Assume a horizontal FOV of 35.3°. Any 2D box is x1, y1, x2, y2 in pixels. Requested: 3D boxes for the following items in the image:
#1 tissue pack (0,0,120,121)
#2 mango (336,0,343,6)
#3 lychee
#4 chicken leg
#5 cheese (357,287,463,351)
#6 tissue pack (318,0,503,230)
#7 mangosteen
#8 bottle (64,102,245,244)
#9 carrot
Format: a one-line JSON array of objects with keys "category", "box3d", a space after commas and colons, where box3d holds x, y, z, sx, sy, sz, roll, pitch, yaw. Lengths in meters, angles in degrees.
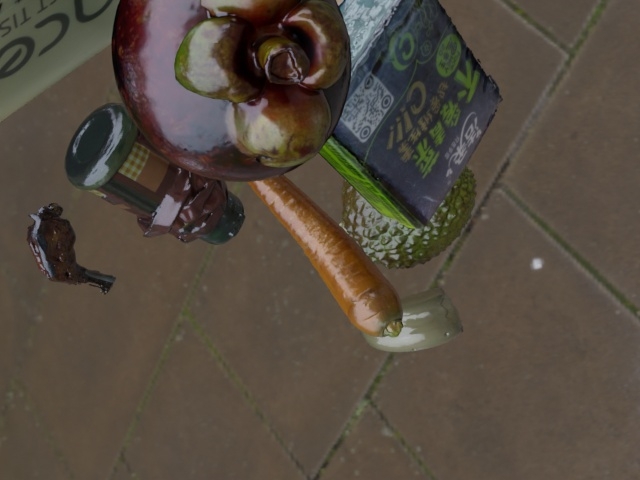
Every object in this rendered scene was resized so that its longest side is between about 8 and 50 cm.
[{"category": "tissue pack", "box3d": [-0.262, -0.270, 0.783, 0.205, 0.405, 0.332, 44, 157, 10]}, {"category": "mango", "box3d": [0.052, -0.325, 1.596, 0.136, 0.166, 0.236, -177, 107, -76]}, {"category": "lychee", "box3d": [0.161, -0.070, 1.987, 0.320, 0.270, 0.270, 12, 104, 41]}, {"category": "chicken leg", "box3d": [-0.476, 0.033, 1.890, 0.051, 0.106, 0.253, 29, 158, 39]}, {"category": "cheese", "box3d": [0.168, 0.154, 1.928, 0.202, 0.175, 0.091, -10, 100, 7]}, {"category": "tissue pack", "box3d": [0.074, -0.132, 0.964, 0.073, 0.235, 0.173, 29, 84, 36]}, {"category": "mangosteen", "box3d": [-0.053, -0.128, 0.690, 0.200, 0.200, 0.200, 8, 101, 47]}, {"category": "bottle", "box3d": [-0.227, -0.075, 1.434, 0.156, 0.271, 0.143, 15, 76, 47]}, {"category": "carrot", "box3d": [0.000, 0.000, 1.093, 0.271, 0.066, 0.062, 52, 151, 16]}]
